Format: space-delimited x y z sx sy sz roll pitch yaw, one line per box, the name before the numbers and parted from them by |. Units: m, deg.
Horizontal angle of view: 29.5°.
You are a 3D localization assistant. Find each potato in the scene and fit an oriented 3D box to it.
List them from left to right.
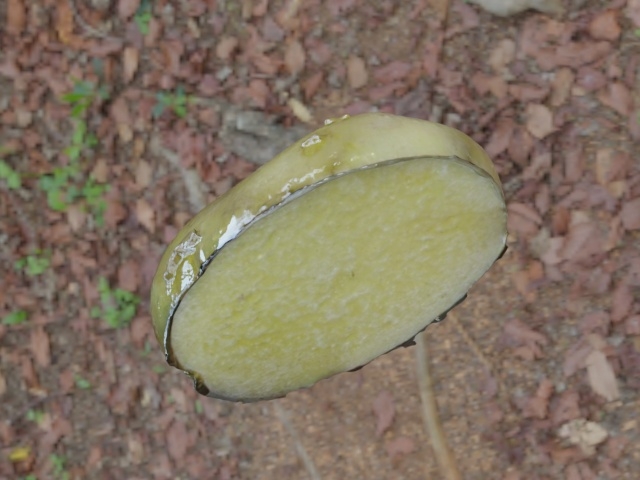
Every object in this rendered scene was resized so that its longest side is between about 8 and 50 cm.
potato | 0.000 0.000 0.654 0.200 0.164 0.081 -30 49 8
